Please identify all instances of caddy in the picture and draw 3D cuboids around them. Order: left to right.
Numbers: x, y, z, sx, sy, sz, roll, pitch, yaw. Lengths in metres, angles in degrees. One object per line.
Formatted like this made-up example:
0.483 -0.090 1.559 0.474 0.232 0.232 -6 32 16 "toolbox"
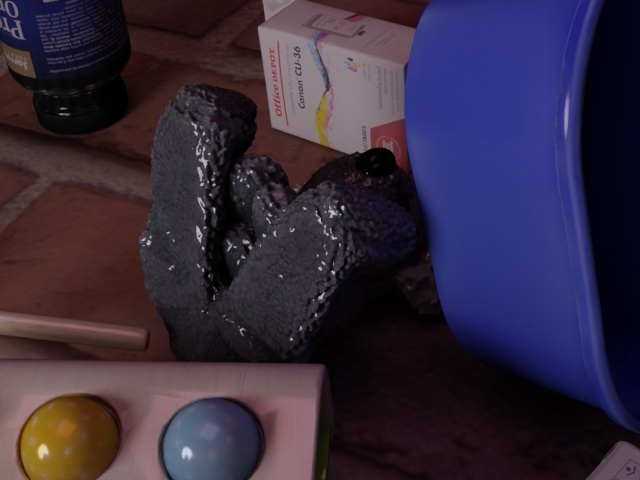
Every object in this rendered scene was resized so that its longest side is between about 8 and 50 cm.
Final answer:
0.200 -0.043 0.658 0.241 0.341 0.179 -34 32 -33 "caddy"

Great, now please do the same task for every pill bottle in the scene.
-0.249 -0.217 0.988 0.122 0.219 0.123 -3 39 3 "pill bottle"

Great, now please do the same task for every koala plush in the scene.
0.000 0.000 0.766 0.196 0.203 0.221 37 33 28 "koala plush"

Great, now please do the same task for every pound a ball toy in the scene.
-0.153 0.102 0.623 0.319 0.136 0.208 1 56 6 "pound a ball toy"

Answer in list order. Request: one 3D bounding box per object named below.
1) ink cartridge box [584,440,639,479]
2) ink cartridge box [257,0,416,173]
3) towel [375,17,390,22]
0.227 0.247 0.502 0.185 0.065 0.311 -35 45 -30 "ink cartridge box"
0.012 -0.150 0.962 0.198 0.115 0.067 22 47 30 "ink cartridge box"
0.065 -0.186 1.069 0.110 0.027 0.148 -31 45 -29 "towel"
